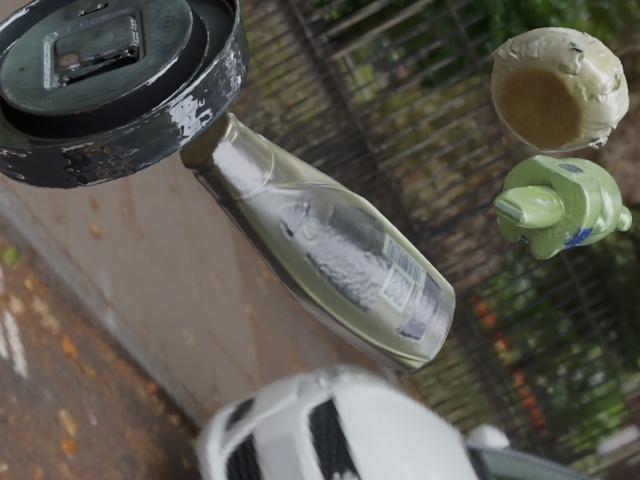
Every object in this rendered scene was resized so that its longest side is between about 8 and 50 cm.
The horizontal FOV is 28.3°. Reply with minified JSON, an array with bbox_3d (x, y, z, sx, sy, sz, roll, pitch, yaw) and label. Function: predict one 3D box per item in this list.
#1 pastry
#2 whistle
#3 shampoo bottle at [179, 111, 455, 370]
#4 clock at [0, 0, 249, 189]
[{"bbox_3d":[0.265,-0.171,1.431,0.088,0.165,0.166,-53,123,-41],"label":"pastry"},{"bbox_3d":[0.218,-0.032,1.182,0.105,0.085,0.227,32,21,24],"label":"whistle"},{"bbox_3d":[0.000,0.000,1.247,0.350,0.084,0.126,40,63,-35],"label":"shampoo bottle"},{"bbox_3d":[-0.132,-0.103,0.776,0.184,0.184,0.040,-110,180,-48],"label":"clock"}]
